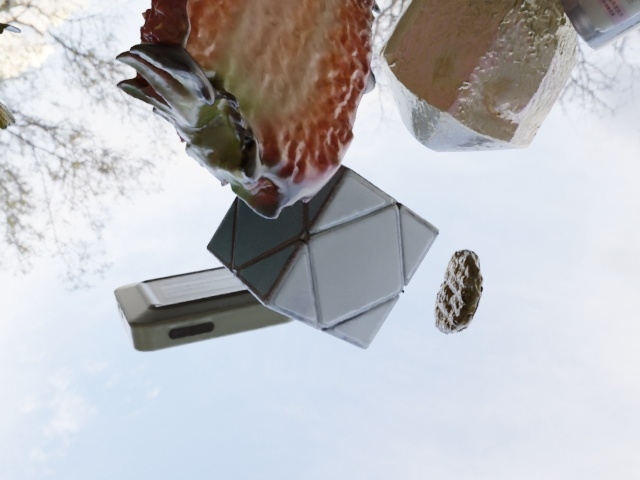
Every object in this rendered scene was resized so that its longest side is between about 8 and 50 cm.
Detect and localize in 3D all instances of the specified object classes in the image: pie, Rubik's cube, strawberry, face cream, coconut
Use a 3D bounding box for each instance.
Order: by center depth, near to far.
[{"bbox_3d":[-0.049,-0.183,0.613,0.137,0.233,0.306,-6,-135,42],"label":"strawberry"},{"bbox_3d":[0.412,-0.331,0.741,0.269,0.107,0.073,-32,-170,39],"label":"face cream"},{"bbox_3d":[0.000,0.000,0.926,0.205,0.207,0.205,-58,-141,1],"label":"Rubik's cube"},{"bbox_3d":[0.249,-0.291,1.071,0.297,0.310,0.297,25,-164,-8],"label":"coconut"},{"bbox_3d":[0.301,0.116,1.435,0.046,0.195,0.195,14,-136,-9],"label":"pie"}]

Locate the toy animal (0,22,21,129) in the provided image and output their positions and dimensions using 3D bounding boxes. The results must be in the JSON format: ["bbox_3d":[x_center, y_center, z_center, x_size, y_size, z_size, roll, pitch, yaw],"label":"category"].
[{"bbox_3d":[-0.415,-0.170,0.720,0.155,0.095,0.219,2,-136,-26],"label":"toy animal"}]

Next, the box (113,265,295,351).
[{"bbox_3d":[-0.274,0.137,1.516,0.367,0.091,0.373,-9,-167,-22],"label":"box"}]
